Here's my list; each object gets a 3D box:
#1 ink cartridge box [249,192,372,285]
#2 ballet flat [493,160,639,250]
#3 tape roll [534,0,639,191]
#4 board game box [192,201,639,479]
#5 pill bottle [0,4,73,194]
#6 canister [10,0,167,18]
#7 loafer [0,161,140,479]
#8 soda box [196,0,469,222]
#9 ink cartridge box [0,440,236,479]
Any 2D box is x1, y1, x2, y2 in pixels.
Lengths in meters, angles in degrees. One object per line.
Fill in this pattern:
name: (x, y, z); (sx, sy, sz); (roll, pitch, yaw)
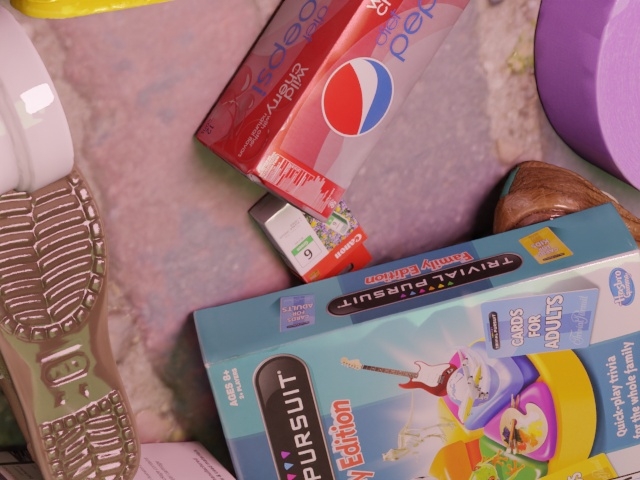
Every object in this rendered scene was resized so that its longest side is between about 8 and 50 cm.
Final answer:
ink cartridge box: (0.000, 0.000, 1.505); (0.063, 0.029, 0.115); (-41, 126, -9)
ballet flat: (0.274, 0.034, 1.627); (0.342, 0.124, 0.116); (30, 125, -25)
tape roll: (0.311, -0.170, 1.580); (0.274, 0.090, 0.275); (-14, 118, -27)
board game box: (0.094, 0.135, 1.525); (0.336, 0.079, 0.254); (-15, 122, -3)
pill bottle: (-0.300, -0.045, 1.222); (0.264, 0.153, 0.153); (-26, 123, -18)
canister: (-0.148, -0.242, 1.275); (0.126, 0.073, 0.170); (-13, 117, -25)
loafer: (-0.201, 0.056, 1.374); (0.102, 0.092, 0.269); (-15, 103, -27)
soda box: (0.026, -0.152, 1.410); (0.083, 0.092, 0.263); (31, 93, -38)
ink cartridge box: (-0.205, 0.265, 1.449); (0.272, 0.115, 0.198); (0, 112, -31)
